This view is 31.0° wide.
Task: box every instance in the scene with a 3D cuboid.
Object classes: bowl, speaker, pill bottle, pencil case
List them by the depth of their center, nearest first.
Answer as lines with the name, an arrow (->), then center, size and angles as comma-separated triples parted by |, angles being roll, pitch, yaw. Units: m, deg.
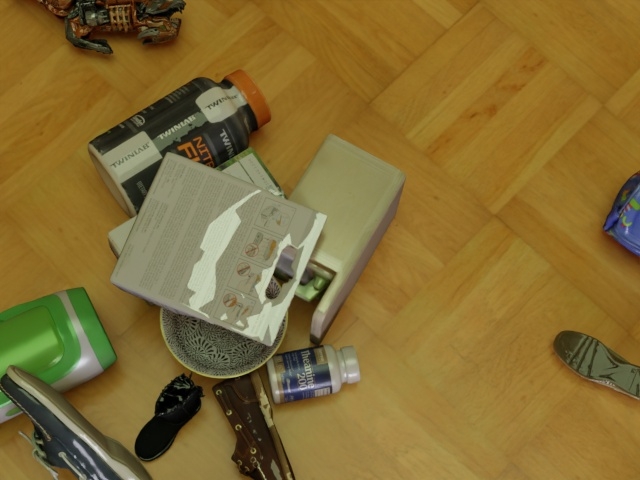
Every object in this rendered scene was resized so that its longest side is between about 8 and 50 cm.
speaker -> -0.422, 0.171, 1.497 | 0.296, 0.131, 0.131 | -25, 73, -11
pill bottle -> -0.010, 0.176, 1.543 | 0.120, 0.067, 0.067 | -11, 71, -6
bowl -> -0.128, 0.111, 1.554 | 0.170, 0.080, 0.170 | 1, 71, -2
pencil case -> 0.536, 0.024, 1.591 | 0.306, 0.119, 0.133 | 39, 57, 12
pill bottle -> -0.191, -0.143, 1.617 | 0.245, 0.130, 0.130 | -34, 75, -13

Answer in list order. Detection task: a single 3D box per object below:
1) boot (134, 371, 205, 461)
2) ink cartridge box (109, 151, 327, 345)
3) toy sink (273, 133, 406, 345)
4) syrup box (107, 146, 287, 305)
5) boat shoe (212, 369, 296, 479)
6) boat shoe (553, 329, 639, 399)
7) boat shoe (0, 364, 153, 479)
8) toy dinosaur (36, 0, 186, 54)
boot -> -0.200, 0.229, 1.498 | 0.045, 0.099, 0.121 | 41, 74, 13
ink cartridge box -> -0.130, 0.014, 1.485 | 0.232, 0.066, 0.189 | 22, 81, 7
toy sink -> 0.000, 0.000, 1.562 | 0.131, 0.153, 0.234 | 28, 73, 8
syrup box -> -0.166, -0.018, 1.590 | 0.237, 0.096, 0.093 | -33, 74, -10
boat shoe -> -0.082, 0.272, 1.506 | 0.073, 0.073, 0.207 | -19, 65, -7
boat shoe -> 0.389, 0.172, 1.578 | 0.153, 0.048, 0.056 | 24, 83, 13
boat shoe -> -0.316, 0.257, 1.446 | 0.079, 0.095, 0.254 | -43, 118, -2
toy dinosaur -> -0.354, -0.397, 1.700 | 0.322, 0.164, 0.218 | 19, 86, -18
